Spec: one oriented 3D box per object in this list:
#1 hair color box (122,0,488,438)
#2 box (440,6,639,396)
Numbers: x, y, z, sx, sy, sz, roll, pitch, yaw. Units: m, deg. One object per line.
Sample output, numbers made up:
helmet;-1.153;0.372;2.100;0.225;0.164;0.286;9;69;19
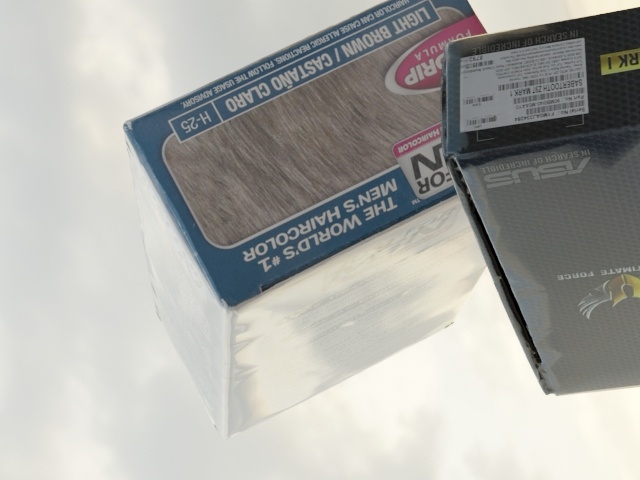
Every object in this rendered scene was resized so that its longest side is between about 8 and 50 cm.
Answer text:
hair color box;0.000;0.000;0.884;0.105;0.174;0.347;61;169;12
box;0.178;-0.017;0.612;0.183;0.233;0.059;61;-153;-52
